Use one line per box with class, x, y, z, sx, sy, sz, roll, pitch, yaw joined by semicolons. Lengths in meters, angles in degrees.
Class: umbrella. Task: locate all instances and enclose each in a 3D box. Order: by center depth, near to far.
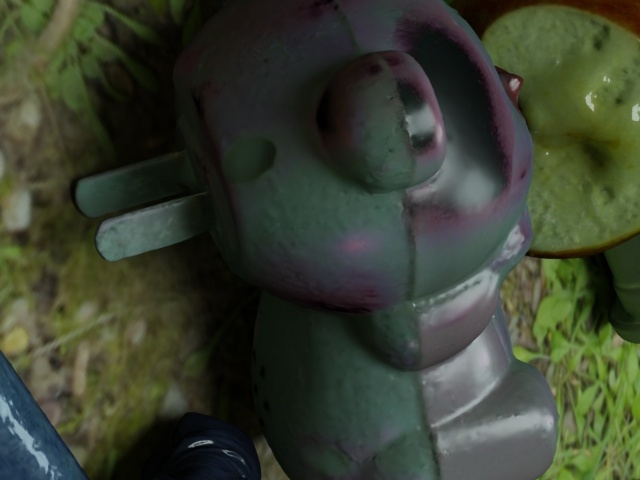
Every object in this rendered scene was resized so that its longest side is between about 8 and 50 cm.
umbrella;-0.077;0.147;0.932;0.248;0.071;0.071;-54;139;-76

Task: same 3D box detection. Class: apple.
apple;0.153;-0.085;1.178;0.173;0.160;0.195;-4;109;-9

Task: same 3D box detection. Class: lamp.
lamp;0.000;0.000;1.005;0.247;0.247;0.301;-15;121;-8

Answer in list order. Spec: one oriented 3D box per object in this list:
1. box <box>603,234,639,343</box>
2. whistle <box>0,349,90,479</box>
box;0.311;-0.090;1.375;0.312;0.175;0.182;-47;117;-37
whistle;-0.168;0.086;0.894;0.062;0.062;0.304;-52;128;-34
